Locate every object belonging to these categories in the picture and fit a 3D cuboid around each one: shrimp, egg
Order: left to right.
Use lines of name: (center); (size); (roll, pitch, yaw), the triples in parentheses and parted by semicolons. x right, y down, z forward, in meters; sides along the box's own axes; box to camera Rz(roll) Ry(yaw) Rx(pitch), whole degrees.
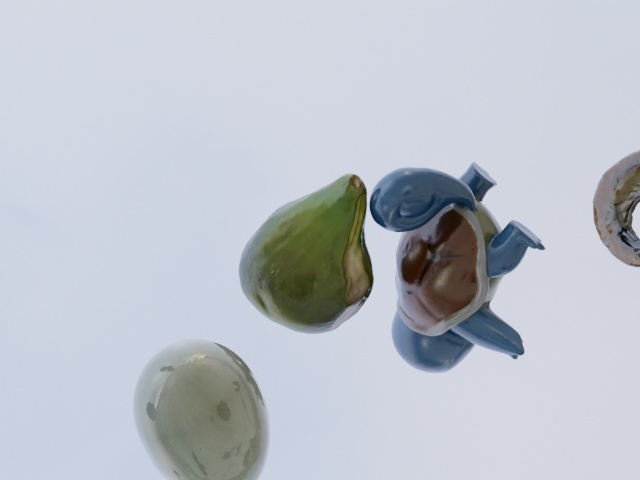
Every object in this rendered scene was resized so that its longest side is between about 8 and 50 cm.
egg: (-0.134, 0.213, 1.129); (0.151, 0.151, 0.209); (-29, -63, -24)
shrimp: (0.398, -0.058, 1.090); (0.046, 0.219, 0.152); (19, -136, -35)

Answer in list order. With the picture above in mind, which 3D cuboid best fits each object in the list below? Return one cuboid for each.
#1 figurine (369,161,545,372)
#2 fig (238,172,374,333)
figurine: (0.215, 0.036, 1.509); (0.242, 0.298, 0.416); (-24, -46, -12)
fig: (0.000, 0.000, 1.460); (0.206, 0.206, 0.275); (4, -52, -28)
